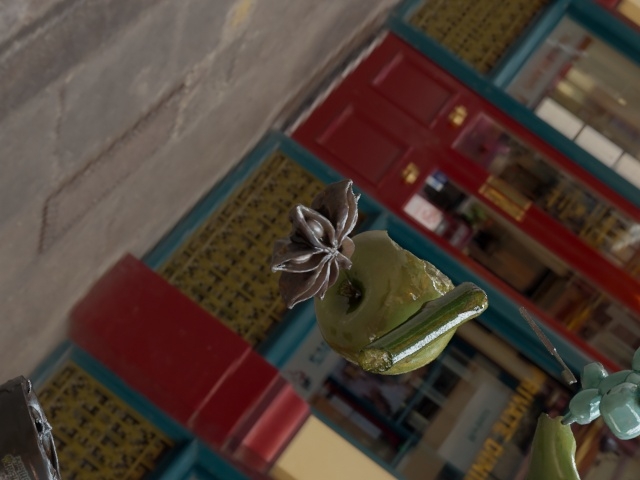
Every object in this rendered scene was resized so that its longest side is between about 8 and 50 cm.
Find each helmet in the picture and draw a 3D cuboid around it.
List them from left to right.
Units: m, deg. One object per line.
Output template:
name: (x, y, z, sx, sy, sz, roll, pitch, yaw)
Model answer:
helmet: (-0.541, 0.381, 1.826, 0.161, 0.278, 0.230, -15, -161, -14)

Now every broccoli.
broccoli: (0.351, 0.471, 1.627, 0.254, 0.186, 0.302, -39, -151, 25)

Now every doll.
doll: (0.348, 0.170, 1.183, 0.159, 0.059, 0.158, -28, -175, 41)

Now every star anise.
star anise: (-0.011, 0.010, 1.579, 0.197, 0.073, 0.212, -29, 139, -43)

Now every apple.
apple: (0.124, 0.120, 1.929, 0.279, 0.279, 0.279, -53, 176, -6)

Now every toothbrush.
toothbrush: (0.408, 0.188, 1.888, 0.017, 0.194, 0.014, -27, 134, 1)

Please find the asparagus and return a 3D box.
asparagus: (0.174, 0.145, 1.736, 0.278, 0.067, 0.060, -30, -177, -35)
